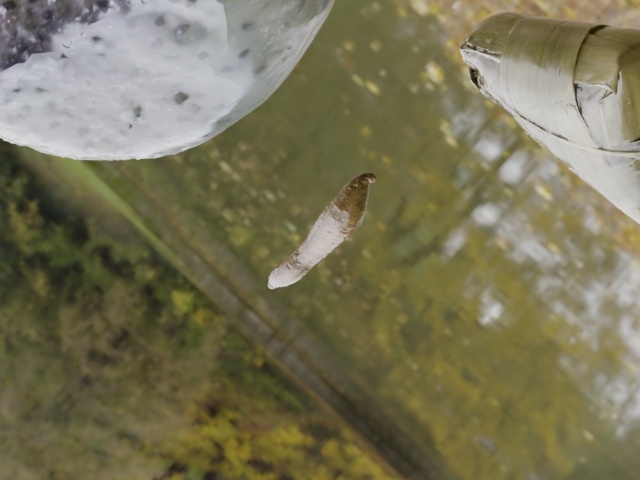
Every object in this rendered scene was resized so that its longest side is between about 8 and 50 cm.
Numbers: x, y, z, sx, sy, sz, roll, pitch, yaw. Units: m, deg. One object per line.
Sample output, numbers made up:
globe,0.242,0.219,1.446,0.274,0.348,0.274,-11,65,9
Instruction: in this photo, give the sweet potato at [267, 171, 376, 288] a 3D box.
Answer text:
sweet potato,0.000,0.000,0.898,0.026,0.115,0.026,30,-148,-21

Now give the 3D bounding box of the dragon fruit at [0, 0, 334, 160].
dragon fruit,-0.087,-0.146,0.754,0.204,0.283,0.221,31,-134,-51

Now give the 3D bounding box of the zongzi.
zongzi,0.181,-0.073,0.982,0.160,0.078,0.176,26,148,48
